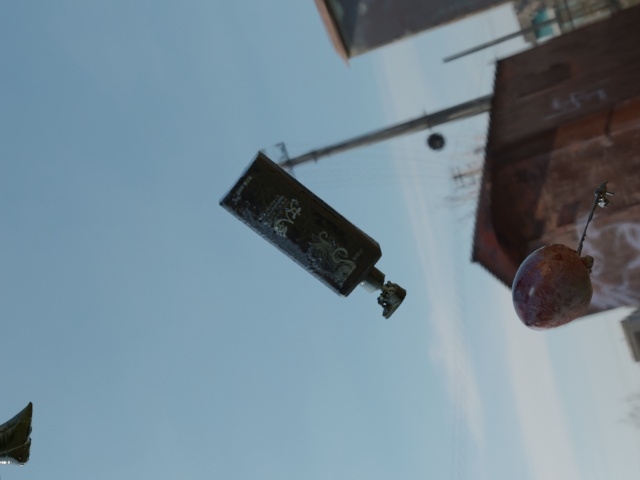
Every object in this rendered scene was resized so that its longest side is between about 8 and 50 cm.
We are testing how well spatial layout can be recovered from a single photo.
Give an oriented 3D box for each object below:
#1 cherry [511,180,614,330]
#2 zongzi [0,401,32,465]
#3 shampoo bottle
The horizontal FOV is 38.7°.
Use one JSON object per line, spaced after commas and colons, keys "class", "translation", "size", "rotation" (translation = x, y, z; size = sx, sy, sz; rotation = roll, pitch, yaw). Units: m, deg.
{"class": "cherry", "translation": [0.329, 0.031, 1.189], "size": [0.225, 0.090, 0.107], "rotation": [-46, -66, -19]}
{"class": "zongzi", "translation": [-0.616, 0.355, 1.692], "size": [0.062, 0.154, 0.130], "rotation": [-123, 41, -66]}
{"class": "shampoo bottle", "translation": [0.001, 0.000, 1.354], "size": [0.309, 0.098, 0.071], "rotation": [37, -174, -11]}
